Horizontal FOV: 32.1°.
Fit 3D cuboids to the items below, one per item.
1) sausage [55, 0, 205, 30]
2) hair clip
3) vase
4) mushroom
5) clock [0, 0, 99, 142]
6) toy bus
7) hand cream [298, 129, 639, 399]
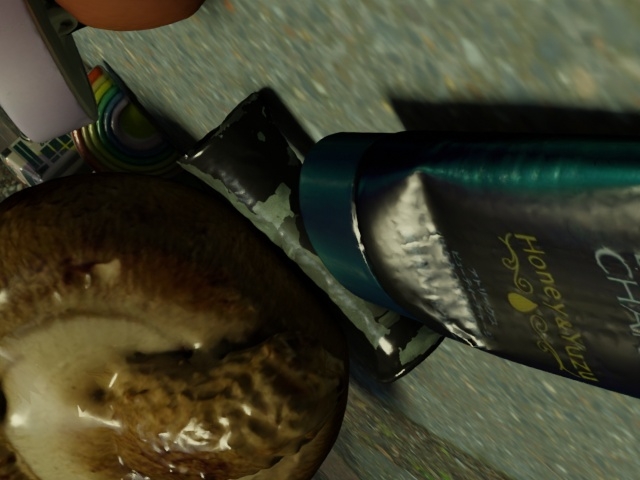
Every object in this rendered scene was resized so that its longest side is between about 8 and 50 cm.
[{"bbox_3d":[-0.077,-0.134,0.385,0.077,0.077,0.194,42,166,14],"label":"sausage"},{"bbox_3d":[-0.134,-0.052,0.879,0.188,0.060,0.033,49,-175,-34],"label":"hair clip"},{"bbox_3d":[0.000,0.000,0.599,0.167,0.059,0.059,48,167,-9],"label":"vase"},{"bbox_3d":[-0.142,0.105,0.867,0.345,0.345,0.239,46,-156,-4],"label":"mushroom"},{"bbox_3d":[-0.146,-0.153,0.509,0.172,0.064,0.198,73,174,-59],"label":"clock"},{"bbox_3d":[-0.199,-0.080,0.892,0.058,0.102,0.052,38,166,20],"label":"toy bus"},{"bbox_3d":[0.092,0.008,0.360,0.271,0.061,0.120,12,140,55],"label":"hand cream"}]
